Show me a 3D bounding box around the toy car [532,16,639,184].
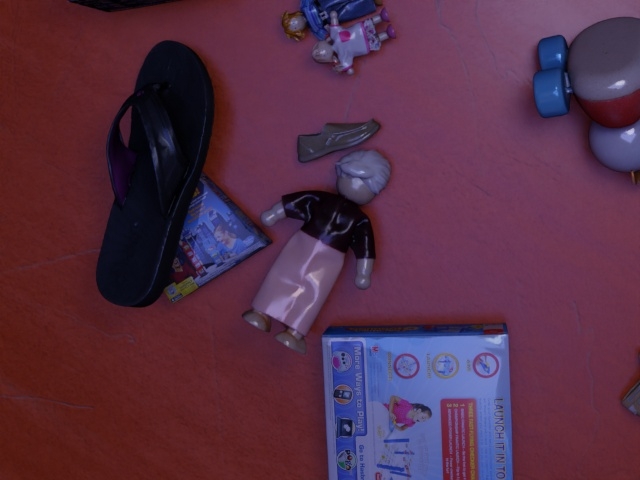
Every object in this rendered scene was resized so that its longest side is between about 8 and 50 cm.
[{"bbox_3d":[0.461,-0.197,1.517,0.219,0.210,0.238,-8,125,22],"label":"toy car"}]

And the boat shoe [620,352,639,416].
[{"bbox_3d":[0.543,0.197,1.588,0.072,0.068,0.190,29,101,16],"label":"boat shoe"}]

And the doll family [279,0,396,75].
[{"bbox_3d":[0.005,-0.396,1.586,0.163,0.118,0.263,-21,111,4],"label":"doll family"}]

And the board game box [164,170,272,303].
[{"bbox_3d":[-0.215,-0.026,1.676,0.194,0.060,0.194,-31,90,11],"label":"board game box"}]

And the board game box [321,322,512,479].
[{"bbox_3d":[0.162,0.295,1.644,0.302,0.086,0.308,-1,97,9],"label":"board game box"}]

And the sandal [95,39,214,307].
[{"bbox_3d":[-0.278,-0.115,1.598,0.167,0.107,0.446,6,83,31],"label":"sandal"}]

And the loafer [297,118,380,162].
[{"bbox_3d":[0.025,-0.171,1.623,0.148,0.056,0.050,-21,100,10],"label":"loafer"}]

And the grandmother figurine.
[{"bbox_3d":[0.000,0.000,1.606,0.208,0.104,0.342,32,88,-4],"label":"grandmother figurine"}]

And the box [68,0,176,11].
[{"bbox_3d":[-0.271,-0.410,1.579,0.220,0.175,0.051,-7,97,10],"label":"box"}]
